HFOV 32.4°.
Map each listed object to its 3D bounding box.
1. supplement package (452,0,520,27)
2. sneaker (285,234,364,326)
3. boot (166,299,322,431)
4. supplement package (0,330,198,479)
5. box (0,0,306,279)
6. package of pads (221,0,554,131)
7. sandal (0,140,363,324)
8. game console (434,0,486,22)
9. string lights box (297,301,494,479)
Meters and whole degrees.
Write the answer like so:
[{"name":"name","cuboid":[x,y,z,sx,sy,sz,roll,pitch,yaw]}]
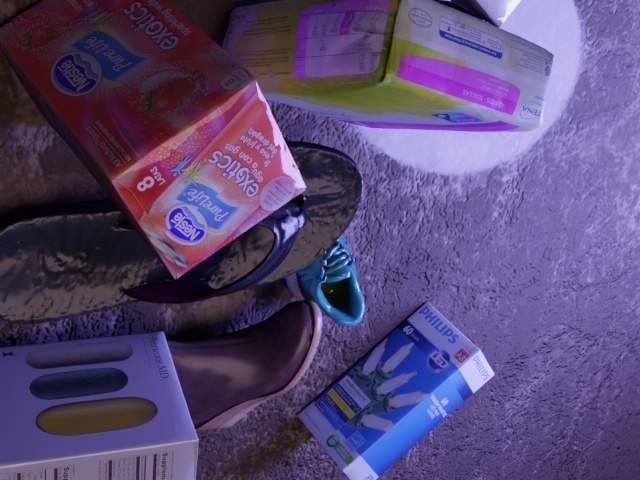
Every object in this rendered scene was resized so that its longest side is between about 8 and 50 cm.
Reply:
[{"name":"supplement package","cuboid":[0.120,-0.346,1.125,0.139,0.244,0.134,-51,136,4]},{"name":"sneaker","cuboid":[0.000,0.000,1.384,0.107,0.110,0.275,-34,134,-12]},{"name":"boot","cuboid":[-0.135,0.151,1.388,0.207,0.090,0.248,21,120,-42]},{"name":"supplement package","cuboid":[-0.291,0.248,1.245,0.263,0.199,0.198,-4,124,-19]},{"name":"box","cuboid":[-0.167,-0.124,1.031,0.154,0.300,0.142,-35,137,-9]},{"name":"package of pads","cuboid":[0.056,-0.182,1.158,0.229,0.297,0.101,11,88,-38]},{"name":"sandal","cuboid":[-0.150,0.012,1.224,0.446,0.107,0.167,-16,120,-14]},{"name":"game console","cuboid":[0.139,-0.215,1.354,0.085,0.124,0.144,-53,143,-32]},{"name":"string lights box","cuboid":[0.110,0.227,1.613,0.260,0.133,0.076,-41,135,-6]}]
